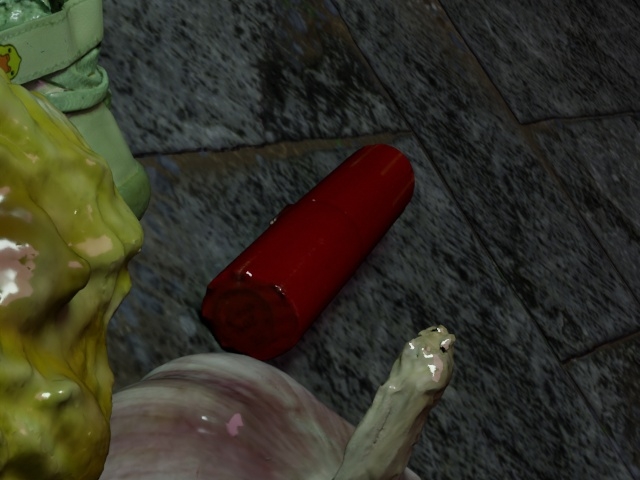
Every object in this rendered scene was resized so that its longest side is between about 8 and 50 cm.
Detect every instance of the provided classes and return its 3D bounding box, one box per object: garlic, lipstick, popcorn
[{"bbox_3d":[-0.009,0.139,0.844,0.245,0.253,0.245,35,27,-20],"label":"garlic"},{"bbox_3d":[0.000,0.001,1.204,0.073,0.073,0.280,50,28,-3],"label":"lipstick"},{"bbox_3d":[-0.197,0.023,0.693,0.249,0.249,0.225,-94,171,-46],"label":"popcorn"}]

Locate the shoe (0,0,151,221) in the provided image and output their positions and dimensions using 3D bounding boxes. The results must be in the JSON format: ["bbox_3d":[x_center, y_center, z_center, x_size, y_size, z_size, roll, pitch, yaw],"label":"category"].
[{"bbox_3d":[-0.199,-0.110,1.004,0.262,0.128,0.140,49,42,-1],"label":"shoe"}]
